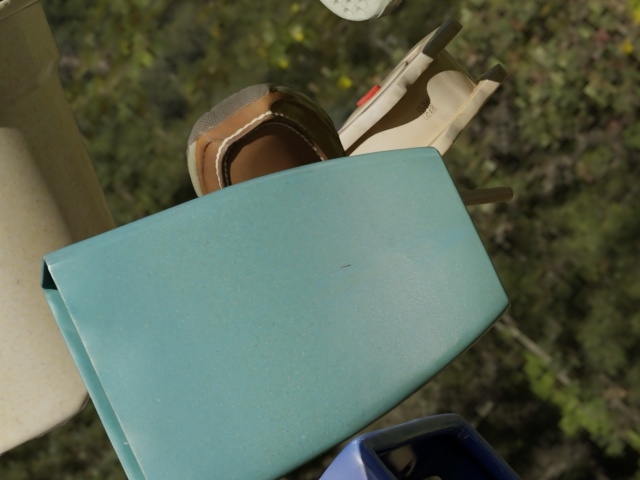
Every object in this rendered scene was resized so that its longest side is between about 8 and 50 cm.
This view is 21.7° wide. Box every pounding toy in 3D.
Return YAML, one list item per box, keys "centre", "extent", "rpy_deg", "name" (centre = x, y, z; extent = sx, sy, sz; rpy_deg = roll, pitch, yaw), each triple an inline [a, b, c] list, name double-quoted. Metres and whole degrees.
- centre: [0.089, -0.072, 1.555]
  extent: [0.154, 0.155, 0.269]
  rpy_deg: [-38, 9, 48]
  name: "pounding toy"

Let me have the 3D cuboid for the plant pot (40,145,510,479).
- centre: [-0.023, 0.046, 0.978]
  extent: [0.234, 0.165, 0.166]
  rpy_deg: [-24, -2, -13]
  name: "plant pot"

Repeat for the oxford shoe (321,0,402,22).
- centre: [0.020, -0.402, 1.342]
  extent: [0.130, 0.449, 0.169]
  rpy_deg: [-25, 20, -40]
  name: "oxford shoe"

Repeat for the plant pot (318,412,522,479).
- centre: [0.077, 0.297, 1.338]
  extent: [0.212, 0.236, 0.236]
  rpy_deg: [-47, -19, 18]
  name: "plant pot"

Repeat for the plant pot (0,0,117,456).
- centre: [-0.294, 0.003, 1.344]
  extent: [0.334, 0.305, 0.334]
  rpy_deg: [-27, 11, 6]
  name: "plant pot"

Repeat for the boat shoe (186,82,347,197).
- centre: [0.000, 0.000, 1.334]
  extent: [0.122, 0.120, 0.324]
  rpy_deg: [-35, -36, -2]
  name: "boat shoe"
